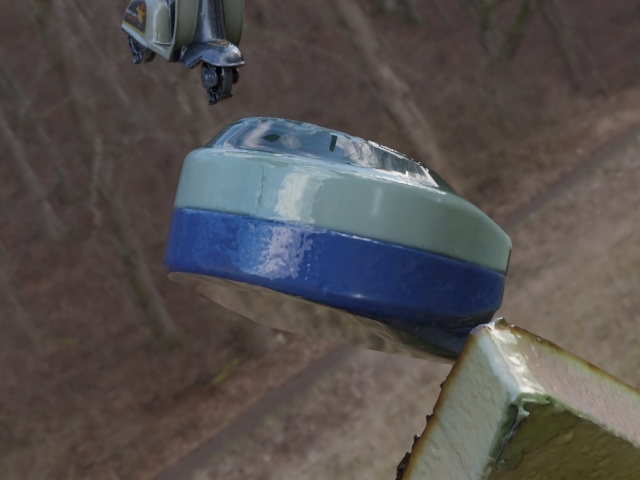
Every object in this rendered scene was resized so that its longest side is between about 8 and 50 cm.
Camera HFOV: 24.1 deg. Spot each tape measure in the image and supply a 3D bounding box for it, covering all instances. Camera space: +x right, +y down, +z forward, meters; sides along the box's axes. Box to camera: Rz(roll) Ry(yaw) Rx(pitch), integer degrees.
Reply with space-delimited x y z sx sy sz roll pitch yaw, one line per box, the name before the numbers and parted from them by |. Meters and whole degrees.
tape measure | 0.002 -0.001 1.250 0.259 0.138 0.262 7 -13 39

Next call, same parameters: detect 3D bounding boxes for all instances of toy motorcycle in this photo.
toy motorcycle | -0.149 -0.252 1.658 0.091 0.157 0.263 -8 25 -26

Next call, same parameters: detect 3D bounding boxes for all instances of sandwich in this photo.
sandwich | 0.119 0.108 0.708 0.162 0.058 0.193 -8 -42 -25
